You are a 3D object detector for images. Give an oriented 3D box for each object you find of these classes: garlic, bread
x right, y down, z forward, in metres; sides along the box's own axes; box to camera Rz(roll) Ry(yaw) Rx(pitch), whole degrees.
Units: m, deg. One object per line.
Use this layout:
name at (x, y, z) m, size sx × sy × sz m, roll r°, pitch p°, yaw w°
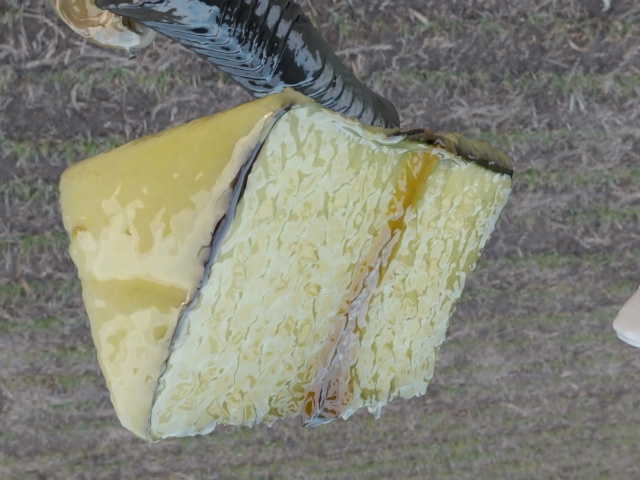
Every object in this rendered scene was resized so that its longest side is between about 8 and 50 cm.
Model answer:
garlic at (-0.149, -0.180, 0.526) m, size 0.084 × 0.152 × 0.066 m, roll 10°, pitch 121°, yaw -43°
bread at (0.000, 0.000, 0.432) m, size 0.178 × 0.142 × 0.266 m, roll -54°, pitch 154°, yaw 18°

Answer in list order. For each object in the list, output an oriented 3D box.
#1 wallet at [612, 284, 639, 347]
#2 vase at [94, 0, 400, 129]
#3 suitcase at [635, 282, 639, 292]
wallet at (0.269, 0.033, 0.435) m, size 0.124 × 0.183 × 0.031 m, roll -40°, pitch 119°, yaw -26°
vase at (-0.033, -0.127, 0.518) m, size 0.116 × 0.115 × 0.237 m, roll -27°, pitch 144°, yaw 20°
suitcase at (0.472, 0.112, 0.749) m, size 0.297 × 0.161 × 0.236 m, roll 37°, pitch 125°, yaw -19°
